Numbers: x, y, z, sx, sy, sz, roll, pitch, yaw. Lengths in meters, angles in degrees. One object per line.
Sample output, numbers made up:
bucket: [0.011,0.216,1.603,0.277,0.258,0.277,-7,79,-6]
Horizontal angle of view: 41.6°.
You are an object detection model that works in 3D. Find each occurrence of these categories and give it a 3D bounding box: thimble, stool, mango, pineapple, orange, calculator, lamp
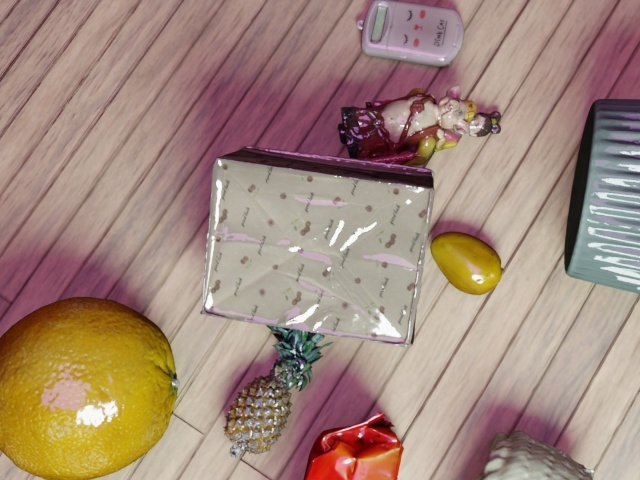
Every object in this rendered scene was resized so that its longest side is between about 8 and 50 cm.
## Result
thimble: [0.255,0.364,1.088,0.150,0.219,0.219,28,80,11]
stool: [0.515,-0.046,1.133,0.330,0.297,0.297,8,77,12]
mango: [0.215,0.031,1.247,0.114,0.060,0.080,28,77,15]
pineapple: [-0.075,0.211,1.217,0.103,0.083,0.221,27,78,10]
orange: [-0.325,0.204,1.166,0.264,0.264,0.264,-1,76,5]
calculator: [0.144,-0.336,1.358,0.174,0.032,0.100,10,78,8]
lamp: [0.153,-0.173,1.277,0.253,0.118,0.118,-7,76,5]

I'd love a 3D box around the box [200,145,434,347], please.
box: [0.000,0.000,1.180,0.297,0.190,0.225,8,101,7]

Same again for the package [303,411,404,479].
package: [0.017,0.432,1.097,0.123,0.196,0.424,11,78,12]
